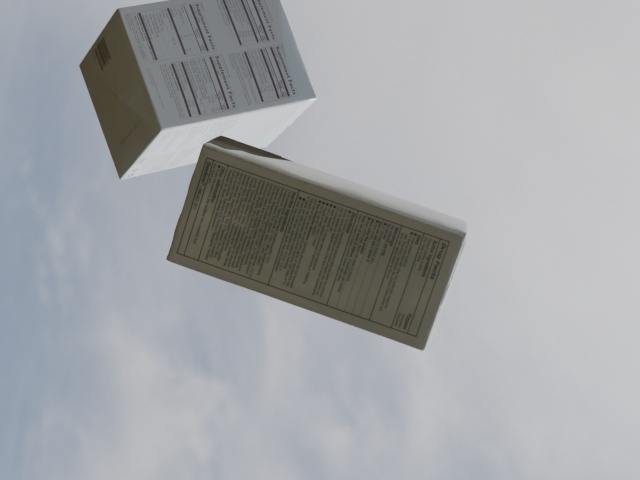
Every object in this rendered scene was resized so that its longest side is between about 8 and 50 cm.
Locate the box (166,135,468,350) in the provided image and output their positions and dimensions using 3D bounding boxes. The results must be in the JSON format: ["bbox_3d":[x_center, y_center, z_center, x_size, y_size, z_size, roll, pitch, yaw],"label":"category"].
[{"bbox_3d":[0.000,0.000,1.748,0.121,0.311,0.148,-57,167,-79],"label":"box"}]

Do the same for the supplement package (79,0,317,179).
[{"bbox_3d":[-0.186,-0.239,2.312,0.199,0.262,0.198,-38,-110,58],"label":"supplement package"}]
